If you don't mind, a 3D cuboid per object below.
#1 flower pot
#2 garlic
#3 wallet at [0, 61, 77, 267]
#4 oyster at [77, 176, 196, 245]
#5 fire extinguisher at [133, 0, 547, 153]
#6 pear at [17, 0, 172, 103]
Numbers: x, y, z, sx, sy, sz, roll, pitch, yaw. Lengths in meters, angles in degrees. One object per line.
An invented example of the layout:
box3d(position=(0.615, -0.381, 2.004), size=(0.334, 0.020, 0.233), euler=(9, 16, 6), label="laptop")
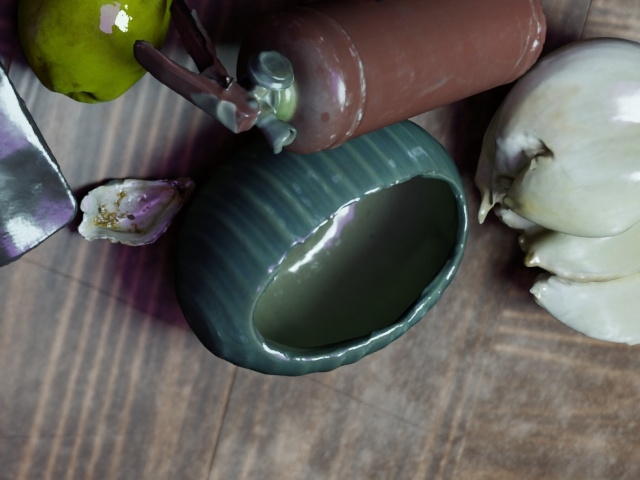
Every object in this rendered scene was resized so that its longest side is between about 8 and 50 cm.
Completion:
box3d(position=(0.000, 0.000, 1.423), size=(0.243, 0.157, 0.189), euler=(-29, 118, -17), label="flower pot")
box3d(position=(0.226, -0.052, 1.531), size=(0.203, 0.184, 0.281), euler=(-19, 140, 6), label="garlic")
box3d(position=(-0.239, -0.059, 1.349), size=(0.082, 0.018, 0.156), euler=(-34, 120, -14), label="wallet")
box3d(position=(-0.141, -0.022, 1.412), size=(0.093, 0.034, 0.051), euler=(-2, 93, -17), label="oyster")
box3d(position=(0.013, -0.144, 1.346), size=(0.337, 0.147, 0.106), euler=(-21, 152, -45), label="fire extinguisher")
box3d(position=(-0.160, -0.163, 1.310), size=(0.107, 0.107, 0.131), euler=(8, 95, -31), label="pear")
